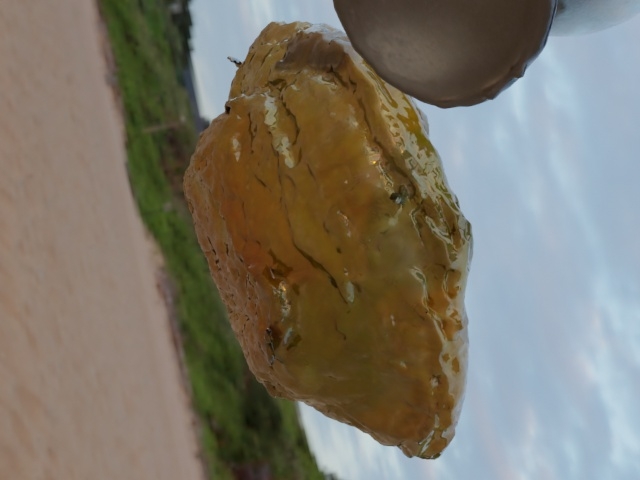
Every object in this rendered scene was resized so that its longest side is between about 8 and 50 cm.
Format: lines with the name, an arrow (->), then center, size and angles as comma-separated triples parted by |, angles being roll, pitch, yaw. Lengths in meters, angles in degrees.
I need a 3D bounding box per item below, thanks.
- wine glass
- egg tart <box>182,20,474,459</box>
wine glass -> 0.098, -0.132, 0.549 | 0.103, 0.222, 0.103 | 17, -59, 31
egg tart -> 0.000, 0.000, 0.969 | 0.339, 0.153, 0.351 | 153, -80, -76
